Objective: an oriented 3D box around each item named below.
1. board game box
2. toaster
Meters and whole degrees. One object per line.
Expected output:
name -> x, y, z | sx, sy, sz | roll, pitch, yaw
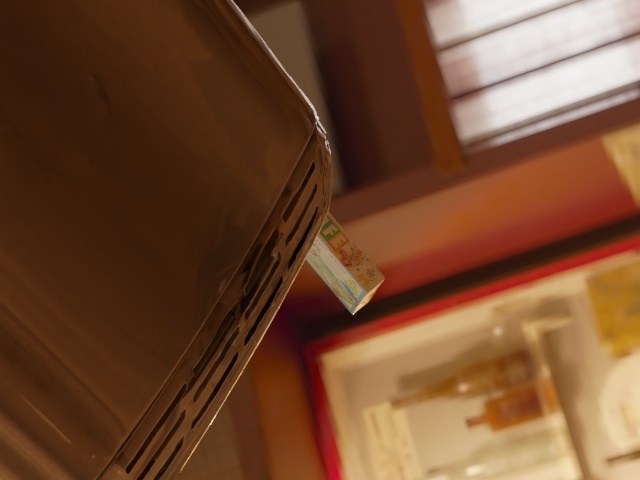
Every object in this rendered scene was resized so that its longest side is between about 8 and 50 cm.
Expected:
board game box -> 0.000, 0.000, 1.849 | 0.154, 0.026, 0.103 | 50, 165, 6
toaster -> -0.096, -0.005, 0.486 | 0.146, 0.129, 0.227 | 46, -133, -18
